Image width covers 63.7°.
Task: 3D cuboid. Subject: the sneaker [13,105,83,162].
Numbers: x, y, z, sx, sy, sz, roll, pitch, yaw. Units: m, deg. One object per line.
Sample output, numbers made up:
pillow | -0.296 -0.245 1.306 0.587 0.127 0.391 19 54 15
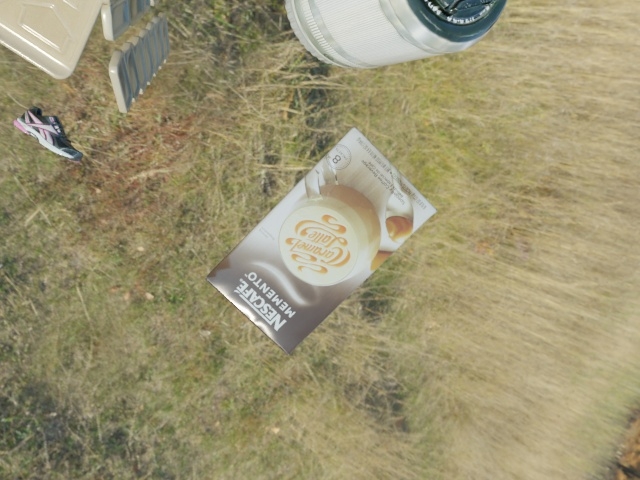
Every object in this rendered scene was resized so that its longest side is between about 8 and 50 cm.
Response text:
sneaker | -0.649 -0.263 1.247 0.077 0.178 0.072 -55 -176 -4

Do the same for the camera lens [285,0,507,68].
camera lens | 0.099 -0.355 0.702 0.220 0.274 0.219 -6 102 -31

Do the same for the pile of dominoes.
pile of dominoes | -0.197 -0.253 0.521 0.040 0.251 0.195 5 124 -7

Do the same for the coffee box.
coffee box | 0.000 0.000 0.637 0.246 0.141 0.098 -46 -174 5

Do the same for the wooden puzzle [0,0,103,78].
wooden puzzle | -0.634 -0.580 1.120 0.322 0.080 0.348 33 126 -20
